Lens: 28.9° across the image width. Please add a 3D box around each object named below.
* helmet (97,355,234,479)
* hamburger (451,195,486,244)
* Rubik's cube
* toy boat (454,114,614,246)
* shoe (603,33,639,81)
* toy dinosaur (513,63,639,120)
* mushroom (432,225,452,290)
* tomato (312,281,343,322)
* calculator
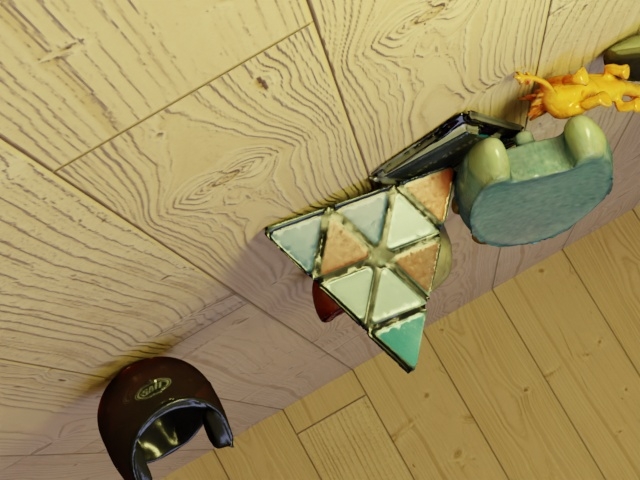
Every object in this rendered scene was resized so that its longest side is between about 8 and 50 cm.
[{"bbox_3d":[-0.250,0.279,1.936,0.189,0.193,0.216,-26,162,-20],"label":"helmet"},{"bbox_3d":[0.292,-0.065,1.988,0.162,0.115,0.162,-30,168,-7],"label":"hamburger"},{"bbox_3d":[0.000,0.000,1.681,0.234,0.284,0.250,12,-176,-39],"label":"Rubik's cube"},{"bbox_3d":[0.287,-0.098,1.724,0.215,0.123,0.330,-16,160,4],"label":"toy boat"},{"bbox_3d":[0.513,-0.279,1.674,0.274,0.098,0.103,-10,161,-4],"label":"shoe"},{"bbox_3d":[0.323,-0.191,1.632,0.288,0.070,0.117,-5,174,-38],"label":"toy dinosaur"},{"bbox_3d":[0.127,0.011,1.848,0.122,0.154,0.154,-18,174,23],"label":"mushroom"},{"bbox_3d":[0.078,0.043,2.009,0.225,0.085,0.225,-32,170,-7],"label":"tomato"},{"bbox_3d":[0.179,-0.119,1.703,0.165,0.028,0.274,-31,167,22],"label":"calculator"}]
